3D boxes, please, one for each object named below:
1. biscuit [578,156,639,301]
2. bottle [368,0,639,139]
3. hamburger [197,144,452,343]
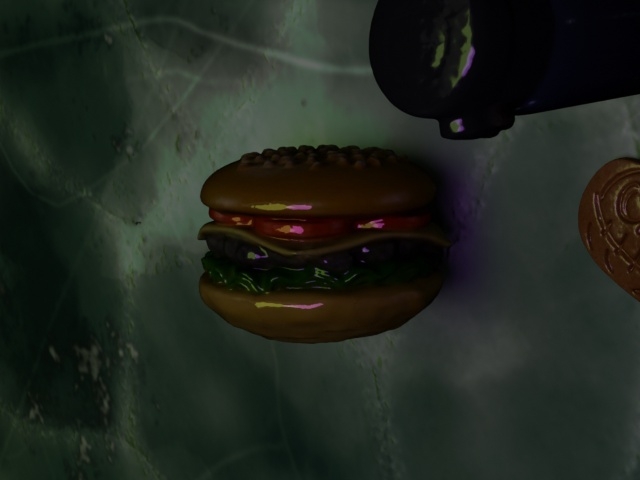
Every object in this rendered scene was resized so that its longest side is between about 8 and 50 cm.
[{"bbox_3d":[0.180,-0.006,0.705,0.091,0.015,0.078,43,128,30],"label":"biscuit"},{"bbox_3d":[0.123,-0.094,0.575,0.072,0.244,0.082,-4,96,47],"label":"bottle"},{"bbox_3d":[0.000,0.000,0.796,0.162,0.162,0.115,9,105,45],"label":"hamburger"}]
